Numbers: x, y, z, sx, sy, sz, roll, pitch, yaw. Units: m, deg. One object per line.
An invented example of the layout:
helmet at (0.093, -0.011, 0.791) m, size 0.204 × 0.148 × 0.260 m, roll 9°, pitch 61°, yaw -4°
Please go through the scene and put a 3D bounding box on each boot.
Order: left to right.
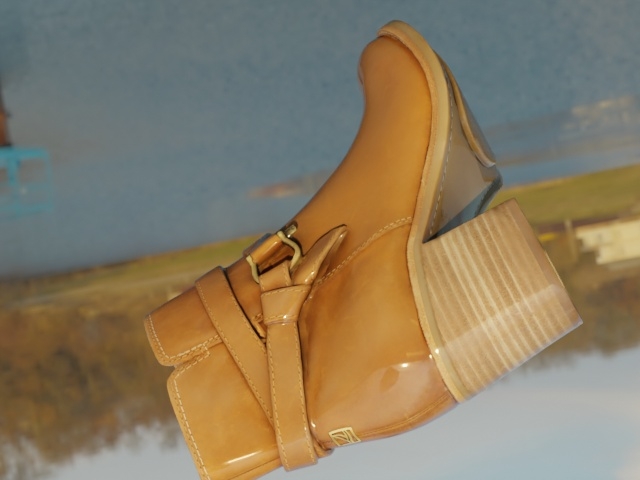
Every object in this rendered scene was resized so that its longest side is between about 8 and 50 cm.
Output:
boot at (0.000, 0.000, 0.600) m, size 0.152 × 0.073 × 0.197 m, roll -28°, pitch -142°, yaw 7°
